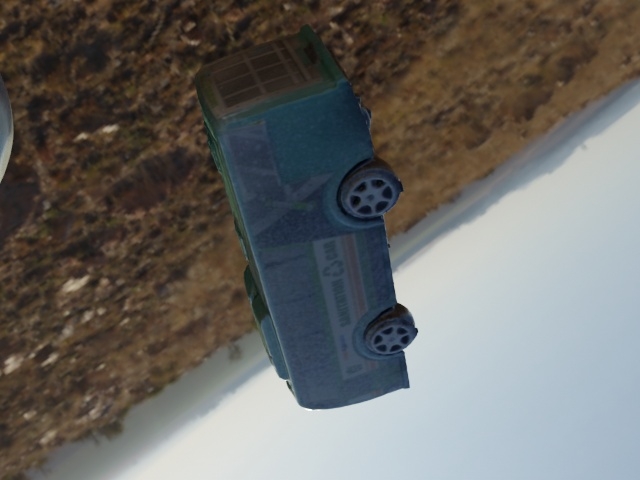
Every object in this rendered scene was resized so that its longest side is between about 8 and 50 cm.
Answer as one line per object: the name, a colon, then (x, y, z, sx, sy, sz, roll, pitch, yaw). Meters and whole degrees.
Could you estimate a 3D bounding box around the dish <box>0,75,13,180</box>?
dish: (-0.465, -0.170, 0.868, 0.124, 0.324, 0.324, -32, 179, 38)

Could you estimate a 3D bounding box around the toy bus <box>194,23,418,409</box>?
toy bus: (0.000, 0.000, 0.521, 0.109, 0.091, 0.262, -18, 129, -6)
